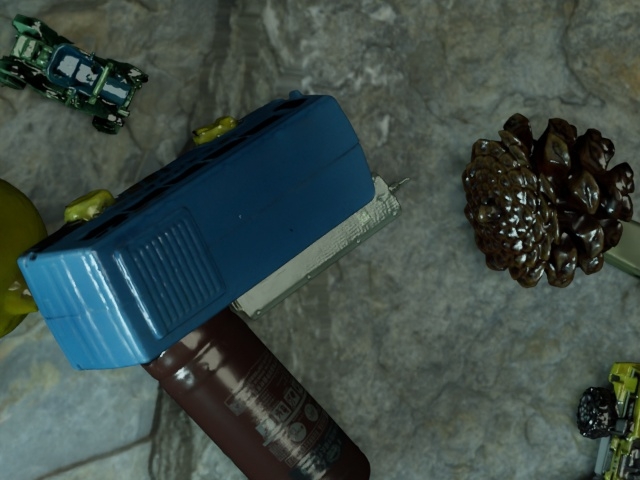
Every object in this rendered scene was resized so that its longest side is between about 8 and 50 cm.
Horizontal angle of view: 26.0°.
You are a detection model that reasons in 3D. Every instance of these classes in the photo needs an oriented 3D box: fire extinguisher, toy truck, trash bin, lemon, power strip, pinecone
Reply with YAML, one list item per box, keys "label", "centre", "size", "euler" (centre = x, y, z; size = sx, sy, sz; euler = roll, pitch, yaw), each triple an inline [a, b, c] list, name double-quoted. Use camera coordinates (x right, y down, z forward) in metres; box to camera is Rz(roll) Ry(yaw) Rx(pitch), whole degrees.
- label: "fire extinguisher"
  centre: [-0.049, 0.219, 1.508]
  size: [0.337, 0.114, 0.135]
  euler: [47, 53, -10]
- label: "toy truck"
  centre: [0.357, 0.285, 1.621]
  size: [0.136, 0.111, 0.285]
  euler: [13, 89, -16]
- label: "toy truck"
  centre: [-0.265, -0.177, 1.473]
  size: [0.154, 0.078, 0.080]
  euler: [25, 83, -13]
- label: "trash bin"
  centre: [0.379, 0.011, 1.662]
  size: [0.092, 0.043, 0.061]
  euler: [25, 84, -10]
- label: "lemon"
  centre: [-0.382, 0.012, 1.394]
  size: [0.249, 0.184, 0.184]
  euler: [19, 85, 8]
- label: "power strip"
  centre: [0.000, 0.000, 1.569]
  size: [0.253, 0.027, 0.060]
  euler: [-36, 98, -12]
- label: "toy truck"
  centre: [-0.112, -0.016, 1.415]
  size: [0.385, 0.162, 0.161]
  euler: [-36, 109, -38]
- label: "pinecone"
  centre: [0.261, -0.049, 1.557]
  size: [0.208, 0.208, 0.207]
  euler: [0, 90, -15]
